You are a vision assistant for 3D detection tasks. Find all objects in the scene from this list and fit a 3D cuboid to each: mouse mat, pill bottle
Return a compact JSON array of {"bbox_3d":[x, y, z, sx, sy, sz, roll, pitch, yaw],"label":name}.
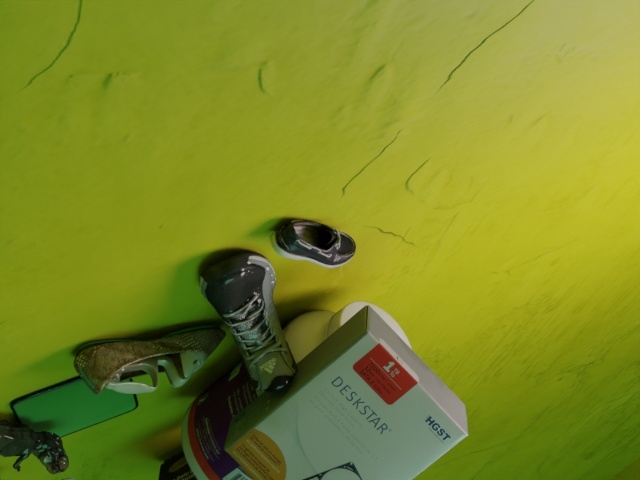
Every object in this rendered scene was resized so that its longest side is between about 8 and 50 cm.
[{"bbox_3d":[-0.310,0.211,1.791,0.152,0.007,0.190,-19,159,-11],"label":"mouse mat"},{"bbox_3d":[-0.028,0.213,1.846,0.181,0.181,0.323,2,146,-47],"label":"pill bottle"}]

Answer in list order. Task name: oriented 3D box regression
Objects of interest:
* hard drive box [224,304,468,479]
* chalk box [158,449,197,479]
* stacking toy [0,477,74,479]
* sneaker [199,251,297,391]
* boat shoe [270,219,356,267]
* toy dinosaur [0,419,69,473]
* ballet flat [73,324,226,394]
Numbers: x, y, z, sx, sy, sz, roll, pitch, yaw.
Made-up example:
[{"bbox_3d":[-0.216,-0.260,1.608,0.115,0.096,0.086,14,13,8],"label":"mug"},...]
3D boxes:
[{"bbox_3d":[0.031,0.223,1.678,0.232,0.181,0.089,-42,-169,14],"label":"hard drive box"},{"bbox_3d":[-0.128,0.400,2.096,0.180,0.179,0.289,-28,-160,13],"label":"chalk box"},{"bbox_3d":[-0.431,0.325,1.786,0.167,0.052,0.221,3,178,-44],"label":"stacking toy"},{"bbox_3d":[-0.069,0.105,1.623,0.086,0.132,0.229,-24,158,-1],"label":"sneaker"},{"bbox_3d":[0.000,0.000,1.577,0.125,0.046,0.038,12,144,-43],"label":"boat shoe"},{"bbox_3d":[-0.421,0.255,1.716,0.118,0.064,0.268,-33,153,12],"label":"toy dinosaur"},{"bbox_3d":[-0.197,0.149,1.682,0.206,0.067,0.073,-8,153,-34],"label":"ballet flat"}]
